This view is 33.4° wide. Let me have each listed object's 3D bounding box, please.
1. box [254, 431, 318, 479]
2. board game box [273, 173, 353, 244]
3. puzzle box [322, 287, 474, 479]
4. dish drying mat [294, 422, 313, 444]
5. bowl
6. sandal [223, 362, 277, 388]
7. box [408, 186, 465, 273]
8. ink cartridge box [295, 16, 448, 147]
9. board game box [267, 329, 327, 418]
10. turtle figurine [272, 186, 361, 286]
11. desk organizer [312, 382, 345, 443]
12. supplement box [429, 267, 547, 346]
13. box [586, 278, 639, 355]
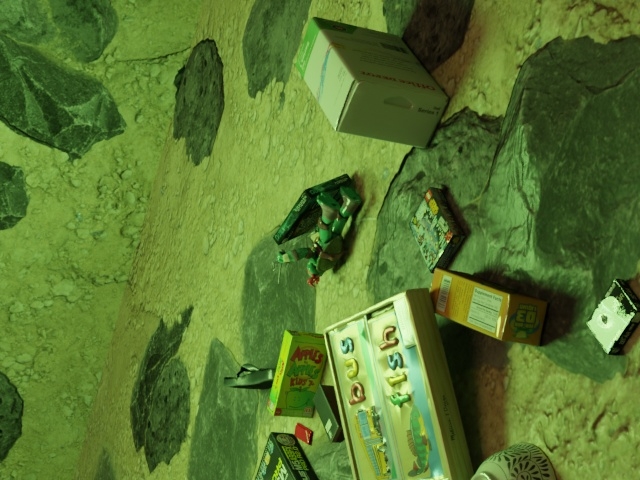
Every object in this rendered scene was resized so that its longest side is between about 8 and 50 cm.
[{"bbox_3d":[-0.089,0.588,2.318,0.216,0.060,0.270,-126,50,-58],"label":"box"},{"bbox_3d":[-0.018,-0.066,2.299,0.026,0.126,0.186,54,141,15],"label":"board game box"},{"bbox_3d":[0.131,0.310,1.807,0.272,0.052,0.409,-32,66,53],"label":"puzzle box"},{"bbox_3d":[-0.038,0.421,2.322,0.083,0.008,0.032,-169,87,-65],"label":"dish drying mat"},{"bbox_3d":[0.270,0.383,1.580,0.170,0.080,0.170,-30,57,59],"label":"bowl"},{"bbox_3d":[-0.138,0.313,2.485,0.254,0.097,0.055,-18,67,52],"label":"sandal"},{"bbox_3d":[0.207,-0.018,1.910,0.094,0.027,0.137,-63,30,33],"label":"box"},{"bbox_3d":[0.093,-0.304,2.040,0.278,0.201,0.117,-116,41,-51],"label":"ink cartridge box"},{"bbox_3d":[-0.047,0.287,2.284,0.043,0.092,0.181,-144,65,-63],"label":"board game box"},{"bbox_3d":[0.000,0.000,2.260,0.175,0.118,0.234,-44,-16,-57],"label":"turtle figurine"},{"bbox_3d":[0.031,0.349,2.144,0.130,0.050,0.047,-117,42,-52],"label":"desk organizer"},{"bbox_3d":[0.261,0.104,1.694,0.233,0.078,0.080,25,103,64],"label":"supplement box"},{"bbox_3d":[0.403,0.104,1.453,0.083,0.018,0.067,-65,29,32],"label":"box"}]
